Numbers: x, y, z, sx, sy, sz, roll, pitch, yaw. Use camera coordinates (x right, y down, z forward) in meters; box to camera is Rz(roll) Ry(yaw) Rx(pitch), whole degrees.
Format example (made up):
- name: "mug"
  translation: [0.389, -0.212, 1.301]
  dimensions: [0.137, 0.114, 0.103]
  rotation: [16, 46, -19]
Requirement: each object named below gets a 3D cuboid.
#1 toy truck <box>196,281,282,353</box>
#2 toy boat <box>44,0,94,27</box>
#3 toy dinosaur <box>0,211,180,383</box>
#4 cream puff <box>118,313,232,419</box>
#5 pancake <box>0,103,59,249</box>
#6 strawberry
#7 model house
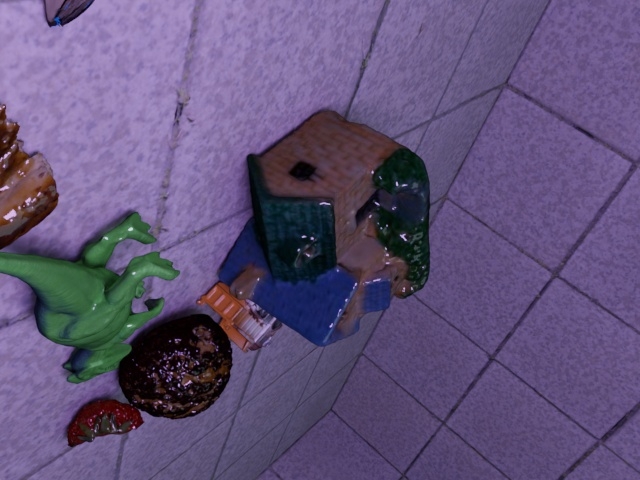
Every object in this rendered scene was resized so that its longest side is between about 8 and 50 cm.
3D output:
- name: "toy truck"
  translation: [-0.176, 0.173, 1.484]
  dimensions: [0.135, 0.114, 0.270]
  rotation: [-48, 158, -10]
- name: "toy boat"
  translation: [-0.224, -0.298, 0.635]
  dimensions: [0.084, 0.066, 0.210]
  rotation: [22, 120, -35]
- name: "toy dinosaur"
  translation: [-0.406, 0.116, 0.925]
  dimensions: [0.374, 0.144, 0.500]
  rotation: [-46, 160, 23]
- name: "cream puff"
  translation: [-0.282, 0.264, 1.301]
  dimensions: [0.239, 0.165, 0.239]
  rotation: [-29, 156, -14]
- name: "pancake"
  translation: [-0.393, -0.059, 0.679]
  dimensions: [0.266, 0.057, 0.244]
  rotation: [-29, 151, -48]
- name: "strawberry"
  translation: [-0.433, 0.367, 1.296]
  dimensions: [0.147, 0.082, 0.187]
  rotation: [-2, 160, -22]
- name: "model house"
  translation: [0.000, 0.000, 1.271]
  dimensions: [0.343, 0.335, 0.382]
  rotation: [-42, 148, -30]
